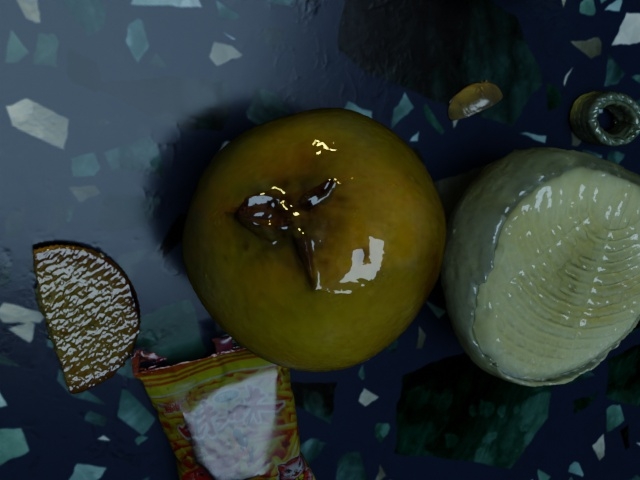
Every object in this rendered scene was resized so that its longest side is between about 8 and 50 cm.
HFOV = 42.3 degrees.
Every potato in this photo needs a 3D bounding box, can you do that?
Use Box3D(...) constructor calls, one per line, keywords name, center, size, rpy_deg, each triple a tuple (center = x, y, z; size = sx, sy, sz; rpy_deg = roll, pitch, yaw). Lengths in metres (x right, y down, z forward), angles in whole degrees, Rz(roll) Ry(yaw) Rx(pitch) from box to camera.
Box3D(name="potato", center=(0.232, -0.210, 1.222), size=(0.093, 0.036, 0.037), rpy_deg=(-28, 113, -12))

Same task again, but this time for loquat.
Box3D(name="loquat", center=(0.000, 0.000, 1.049), size=(0.328, 0.359, 0.328), rpy_deg=(-3, 77, 15))

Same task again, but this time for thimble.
Box3D(name="thimble", center=(0.450, -0.190, 1.295), size=(0.110, 0.062, 0.084), rpy_deg=(3, 99, -22))

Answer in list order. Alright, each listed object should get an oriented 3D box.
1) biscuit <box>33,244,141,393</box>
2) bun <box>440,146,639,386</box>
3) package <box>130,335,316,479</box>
Box3D(name="biscuit", center=(-0.302, 0.096, 1.093), size=(0.126, 0.025, 0.206), rpy_deg=(-14, 108, -17))
Box3D(name="bun", center=(0.319, 0.024, 1.218), size=(0.364, 0.202, 0.364), rpy_deg=(-8, 110, -23))
Box3D(name="package", center=(-0.128, 0.263, 1.157), size=(0.223, 0.108, 0.288), rpy_deg=(-12, 98, -13))
